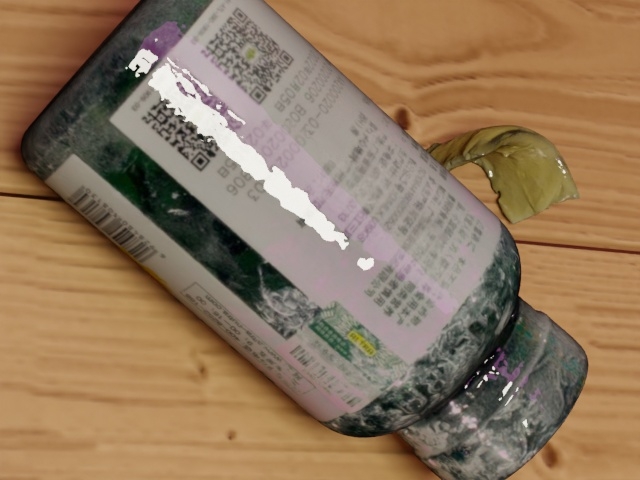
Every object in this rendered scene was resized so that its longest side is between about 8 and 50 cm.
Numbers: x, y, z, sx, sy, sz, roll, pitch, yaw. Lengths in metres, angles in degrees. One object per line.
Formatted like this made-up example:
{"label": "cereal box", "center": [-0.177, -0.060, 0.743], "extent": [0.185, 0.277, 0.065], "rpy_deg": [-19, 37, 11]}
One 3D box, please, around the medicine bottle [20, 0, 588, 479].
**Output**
{"label": "medicine bottle", "center": [0.000, 0.000, 0.863], "extent": [0.293, 0.141, 0.141], "rpy_deg": [41, 57, -10]}

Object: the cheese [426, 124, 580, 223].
{"label": "cheese", "center": [0.106, -0.043, 0.995], "extent": [0.084, 0.060, 0.041], "rpy_deg": [27, 60, -27]}
